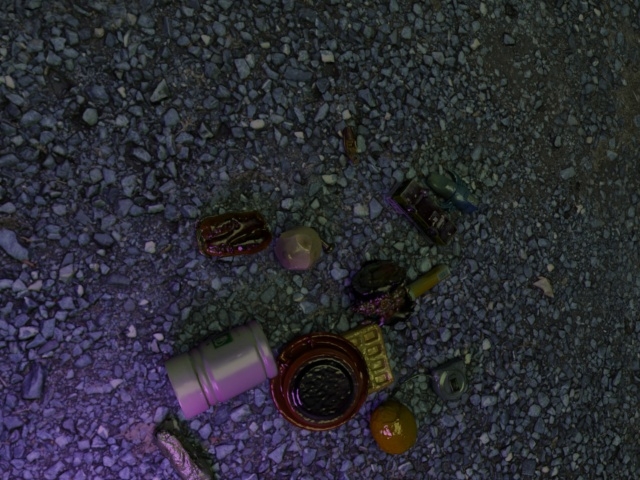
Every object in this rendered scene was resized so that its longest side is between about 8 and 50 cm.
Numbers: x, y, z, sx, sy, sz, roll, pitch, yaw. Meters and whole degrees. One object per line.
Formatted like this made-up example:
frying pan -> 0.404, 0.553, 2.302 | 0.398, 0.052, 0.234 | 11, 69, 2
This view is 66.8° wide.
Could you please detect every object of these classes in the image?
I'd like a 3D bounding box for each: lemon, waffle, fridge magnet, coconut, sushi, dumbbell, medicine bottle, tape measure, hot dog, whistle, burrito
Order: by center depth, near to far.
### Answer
medicine bottle -> -0.326, 0.422, 1.613 | 0.326, 0.212, 0.212 | -24, 96, -18
burrito -> -0.451, 0.742, 1.635 | 0.096, 0.066, 0.309 | -35, 99, -11
hot dog -> -0.302, -0.023, 1.705 | 0.271, 0.082, 0.162 | -9, 90, -18
coconut -> -0.084, 0.030, 1.728 | 0.162, 0.161, 0.161 | -27, 98, -51
fridge magnet -> 0.000, 0.510, 1.741 | 0.364, 0.155, 0.363 | 0, 93, -7
sushi -> 0.233, 0.204, 1.819 | 0.239, 0.225, 0.218 | -18, 112, 23
dumbbell -> 0.000, 0.000, 1.821 | 0.118, 0.052, 0.046 | 41, 64, -12
lemon -> 0.276, 0.702, 1.825 | 0.181, 0.180, 0.193 | -18, 72, -18
waffle -> 0.179, 0.456, 1.863 | 0.168, 0.057, 0.274 | -17, 94, -19
tape measure -> 0.447, 0.591, 1.936 | 0.331, 0.084, 0.163 | -21, 91, -20
medicine bottle -> 0.421, 0.171, 1.949 | 0.218, 0.074, 0.073 | -29, 97, -19
whistle -> 0.548, -0.192, 2.002 | 0.269, 0.093, 0.180 | 32, 72, -9

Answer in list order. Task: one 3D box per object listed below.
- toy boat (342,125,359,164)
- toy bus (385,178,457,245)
toy boat -> 0.116, -0.367, 1.875 | 0.047, 0.049, 0.149 | -14, 93, -19
toy bus -> 0.401, -0.108, 1.921 | 0.302, 0.139, 0.113 | 44, 76, -20
